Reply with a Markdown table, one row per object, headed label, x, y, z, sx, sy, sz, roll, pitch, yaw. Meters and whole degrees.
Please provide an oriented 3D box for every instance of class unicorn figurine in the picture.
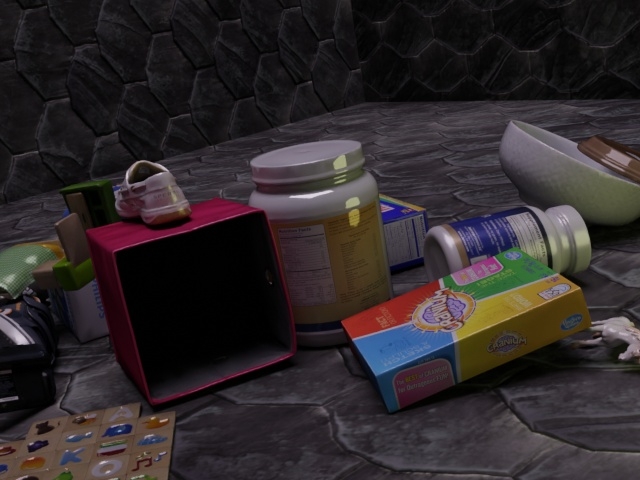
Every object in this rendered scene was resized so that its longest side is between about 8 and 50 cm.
| label | x | y | z | sx | sy | sz | roll | pitch | yaw |
| --- | --- | --- | --- | --- | --- | --- | --- | --- | --- |
| unicorn figurine | 0.418 | 0.139 | 1.328 | 0.111 | 0.060 | 0.162 | -7 | 18 | 26 |

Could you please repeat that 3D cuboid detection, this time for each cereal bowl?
| label | x | y | z | sx | sy | sz | roll | pitch | yaw |
| --- | --- | --- | --- | --- | --- | --- | --- | --- | --- |
| cereal bowl | 0.521 | -0.122 | 1.936 | 0.338 | 0.141 | 0.339 | 21 | 18 | -7 |

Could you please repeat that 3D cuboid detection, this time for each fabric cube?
| label | x | y | z | sx | sy | sz | roll | pitch | yaw |
| --- | --- | --- | --- | --- | --- | --- | --- | --- | --- |
| fabric cube | -0.220 | 0.086 | 1.534 | 0.259 | 0.254 | 0.258 | -16 | 13 | -20 |

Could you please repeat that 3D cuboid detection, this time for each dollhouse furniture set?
| label | x | y | z | sx | sy | sz | roll | pitch | yaw |
| --- | --- | --- | --- | --- | --- | --- | --- | --- | --- |
| dollhouse furniture set | -0.548 | 0.002 | 1.746 | 0.301 | 0.151 | 0.197 | -6 | 20 | 25 |

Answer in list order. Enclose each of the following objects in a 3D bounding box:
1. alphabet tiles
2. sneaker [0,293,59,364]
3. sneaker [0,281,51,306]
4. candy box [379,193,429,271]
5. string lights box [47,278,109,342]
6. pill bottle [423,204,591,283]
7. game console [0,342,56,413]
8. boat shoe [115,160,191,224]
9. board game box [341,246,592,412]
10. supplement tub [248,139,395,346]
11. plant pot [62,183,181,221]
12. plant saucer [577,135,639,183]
| label | x | y | z | sx | sy | sz | roll | pitch | yaw |
| --- | --- | --- | --- | --- | --- | --- | --- | --- | --- |
| alphabet tiles | -0.344 | 0.313 | 1.267 | 0.285 | 0.011 | 0.342 | -11 | 16 | -3 |
| sneaker | -0.540 | 0.168 | 1.686 | 0.127 | 0.126 | 0.321 | -26 | 20 | -31 |
| sneaker | -0.703 | 0.112 | 1.904 | 0.257 | 0.169 | 0.447 | -13 | 13 | -6 |
| candy box | 0.035 | 0.001 | 1.939 | 0.317 | 0.122 | 0.268 | -14 | 16 | -21 |
| string lights box | -0.494 | 0.104 | 1.871 | 0.076 | 0.134 | 0.259 | -17 | 16 | -24 |
| pill bottle | 0.327 | 0.024 | 1.620 | 0.264 | 0.153 | 0.153 | -12 | 16 | -12 |
| game console | -0.545 | 0.233 | 1.381 | 0.043 | 0.213 | 0.361 | -17 | -9 | 33 |
| boat shoe | -0.288 | -0.090 | 1.562 | 0.098 | 0.096 | 0.277 | -18 | 13 | -25 |
| board game box | 0.208 | 0.125 | 1.390 | 0.316 | 0.064 | 0.242 | -23 | 17 | -5 |
| supplement tub | 0.000 | 0.000 | 1.597 | 0.228 | 0.317 | 0.228 | -9 | 15 | 2 |
| plant pot | -0.436 | -0.011 | 2.104 | 0.235 | 0.212 | 0.236 | -1 | 18 | 27 |
| plant saucer | 0.666 | -0.150 | 1.908 | 0.277 | 0.041 | 0.278 | 21 | 18 | -7 |
